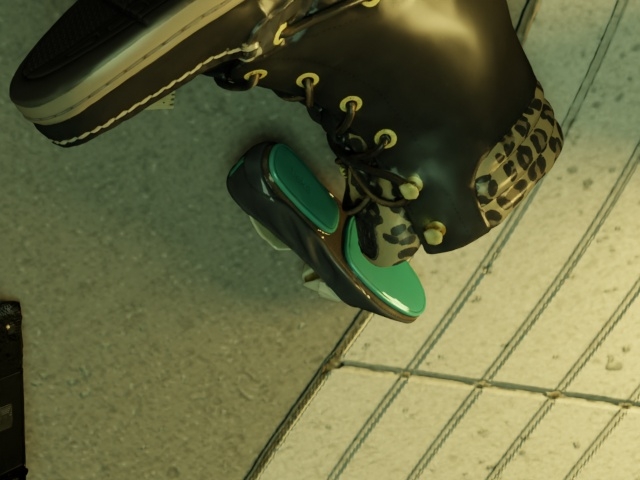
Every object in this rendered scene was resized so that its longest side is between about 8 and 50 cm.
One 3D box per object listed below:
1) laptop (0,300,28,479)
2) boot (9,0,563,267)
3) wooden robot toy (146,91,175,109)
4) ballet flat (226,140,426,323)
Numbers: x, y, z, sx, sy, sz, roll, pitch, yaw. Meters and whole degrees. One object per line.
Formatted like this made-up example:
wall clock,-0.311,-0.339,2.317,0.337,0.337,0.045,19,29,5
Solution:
laptop,-0.352,0.189,1.158,0.137,0.234,0.264,6,103,26
boot,0.002,-0.101,1.040,0.377,0.138,0.284,-38,121,-21
wooden robot toy,-0.093,-0.174,1.080,0.079,0.076,0.173,-2,117,-17
ballet flat,0.000,0.000,1.177,0.074,0.074,0.203,-39,119,13
